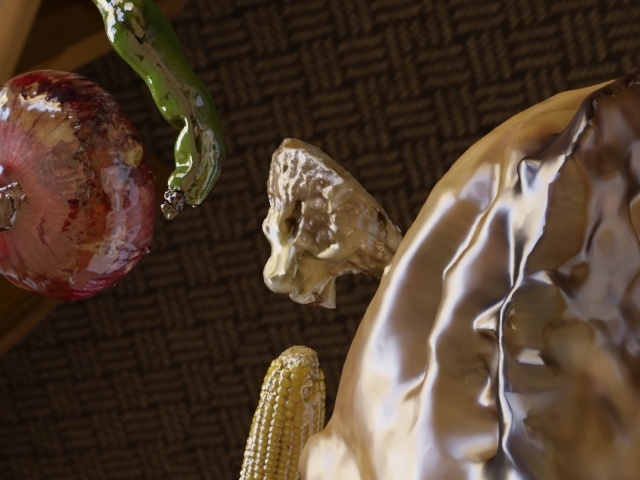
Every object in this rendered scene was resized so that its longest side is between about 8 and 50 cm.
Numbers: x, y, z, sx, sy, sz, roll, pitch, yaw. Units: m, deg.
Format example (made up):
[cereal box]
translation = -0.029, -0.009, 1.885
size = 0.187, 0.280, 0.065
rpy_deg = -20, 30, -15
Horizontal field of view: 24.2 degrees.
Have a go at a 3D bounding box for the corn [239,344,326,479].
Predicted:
[corn]
translation = -0.044, 0.258, 1.839
size = 0.097, 0.097, 0.262
rpy_deg = 14, 102, 15

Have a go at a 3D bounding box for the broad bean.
[broad bean]
translation = -0.113, -0.113, 1.070
size = 0.046, 0.061, 0.195
rpy_deg = -33, 74, 63

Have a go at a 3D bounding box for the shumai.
[shumai]
translation = 0.000, 0.000, 1.640
size = 0.209, 0.161, 0.153
rpy_deg = 44, 93, 2

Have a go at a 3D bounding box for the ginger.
[ginger]
translation = 0.106, 0.078, 0.637
size = 0.223, 0.200, 0.269
rpy_deg = -23, 63, 56

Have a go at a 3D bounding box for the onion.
[onion]
translation = -0.283, -0.057, 1.567
size = 0.246, 0.190, 0.246
rpy_deg = 13, 113, 32
